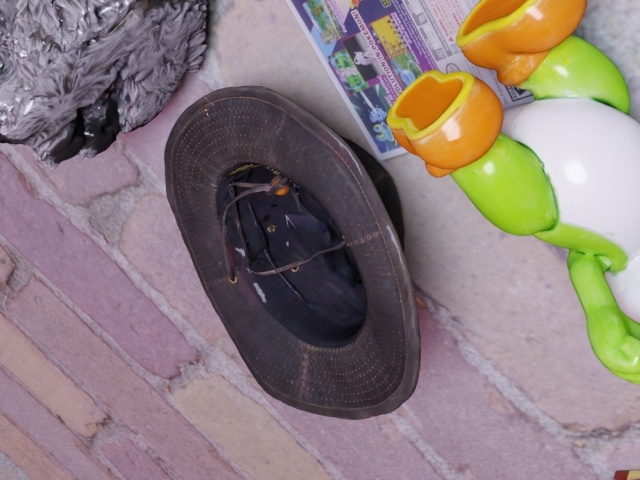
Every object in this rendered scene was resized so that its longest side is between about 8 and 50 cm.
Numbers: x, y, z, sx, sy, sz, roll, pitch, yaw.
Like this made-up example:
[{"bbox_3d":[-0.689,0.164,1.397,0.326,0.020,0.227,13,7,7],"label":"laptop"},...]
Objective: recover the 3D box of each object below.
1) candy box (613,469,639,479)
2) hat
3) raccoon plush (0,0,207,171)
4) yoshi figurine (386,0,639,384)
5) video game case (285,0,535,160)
[{"bbox_3d":[0.351,0.341,0.849,0.053,0.109,0.187,-18,113,43],"label":"candy box"},{"bbox_3d":[0.000,0.000,0.784,0.331,0.134,0.331,24,128,35],"label":"hat"},{"bbox_3d":[-0.229,-0.286,0.730,0.299,0.216,0.446,48,110,11],"label":"raccoon plush"},{"bbox_3d":[0.230,-0.010,0.571,0.362,0.203,0.203,42,125,-20],"label":"yoshi figurine"},{"bbox_3d":[0.073,-0.173,0.670,0.183,0.023,0.201,-14,117,42],"label":"video game case"}]
